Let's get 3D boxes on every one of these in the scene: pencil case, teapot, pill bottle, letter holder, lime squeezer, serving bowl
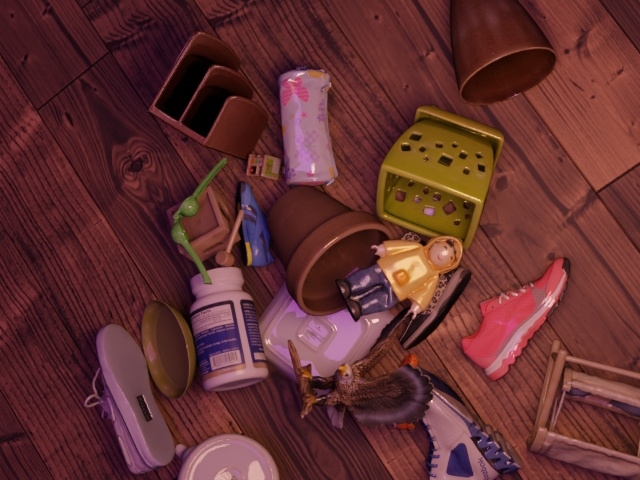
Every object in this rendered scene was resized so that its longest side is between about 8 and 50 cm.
[{"bbox_3d":[-0.031,-0.258,1.830,0.124,0.113,0.273,-4,89,-8],"label":"pencil case"},{"bbox_3d":[-0.211,0.581,1.836,0.252,0.187,0.256,-2,64,-9],"label":"teapot"},{"bbox_3d":[-0.219,0.205,1.834,0.153,0.153,0.265,-17,73,12],"label":"pill bottle"},{"bbox_3d":[-0.217,-0.321,1.773,0.152,0.302,0.215,32,96,10],"label":"letter holder"},{"bbox_3d":[-0.286,-0.053,1.806,0.109,0.059,0.311,-4,67,23],"label":"lime squeezer"},{"bbox_3d":[0.242,-0.061,1.813,0.083,0.027,0.083,0,89,13],"label":"serving bowl"}]

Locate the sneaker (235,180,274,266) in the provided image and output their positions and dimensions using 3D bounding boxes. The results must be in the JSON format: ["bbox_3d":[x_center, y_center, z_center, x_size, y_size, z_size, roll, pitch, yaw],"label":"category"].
[{"bbox_3d":[-0.155,-0.040,1.888,0.082,0.069,0.210,-7,80,-17],"label":"sneaker"}]

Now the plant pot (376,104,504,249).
[{"bbox_3d":[0.262,-0.146,1.698,0.227,0.228,0.207,22,67,11],"label":"plant pot"}]

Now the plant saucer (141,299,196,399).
[{"bbox_3d":[-0.357,0.256,1.880,0.241,0.037,0.241,17,112,50],"label":"plant saucer"}]

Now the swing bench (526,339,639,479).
[{"bbox_3d":[0.592,0.371,1.667,0.253,0.165,0.255,13,93,11],"label":"swing bench"}]

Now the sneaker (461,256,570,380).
[{"bbox_3d":[0.424,0.152,1.729,0.136,0.116,0.314,36,97,11],"label":"sneaker"}]

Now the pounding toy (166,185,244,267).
[{"bbox_3d":[-0.239,-0.015,1.858,0.181,0.094,0.206,-29,61,11],"label":"pounding toy"}]

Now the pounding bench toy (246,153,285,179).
[{"bbox_3d":[-0.127,-0.172,1.884,0.065,0.083,0.052,9,89,44],"label":"pounding bench toy"}]

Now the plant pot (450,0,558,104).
[{"bbox_3d":[0.369,-0.449,1.711,0.215,0.215,0.231,-20,72,11],"label":"plant pot"}]

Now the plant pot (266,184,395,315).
[{"bbox_3d":[0.000,0.000,1.766,0.263,0.263,0.229,-47,54,8],"label":"plant pot"}]

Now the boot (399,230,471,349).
[{"bbox_3d":[0.212,0.112,1.798,0.178,0.085,0.236,42,112,22],"label":"boot"}]

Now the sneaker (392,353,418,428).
[{"bbox_3d":[0.204,0.345,1.813,0.067,0.064,0.175,9,96,-10],"label":"sneaker"}]

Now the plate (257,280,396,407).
[{"bbox_3d":[-0.007,0.214,1.858,0.277,0.045,0.278,36,97,11],"label":"plate"}]

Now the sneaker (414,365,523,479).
[{"bbox_3d":[0.274,0.446,1.739,0.315,0.127,0.182,43,100,-5],"label":"sneaker"}]

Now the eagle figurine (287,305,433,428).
[{"bbox_3d":[0.092,0.294,1.709,0.298,0.225,0.227,-17,96,5],"label":"eagle figurine"}]

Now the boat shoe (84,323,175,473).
[{"bbox_3d":[-0.488,0.394,1.924,0.156,0.135,0.367,-29,81,25],"label":"boat shoe"}]

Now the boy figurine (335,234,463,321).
[{"bbox_3d":[0.181,0.077,1.669,0.285,0.092,0.177,-23,83,-3],"label":"boy figurine"}]
